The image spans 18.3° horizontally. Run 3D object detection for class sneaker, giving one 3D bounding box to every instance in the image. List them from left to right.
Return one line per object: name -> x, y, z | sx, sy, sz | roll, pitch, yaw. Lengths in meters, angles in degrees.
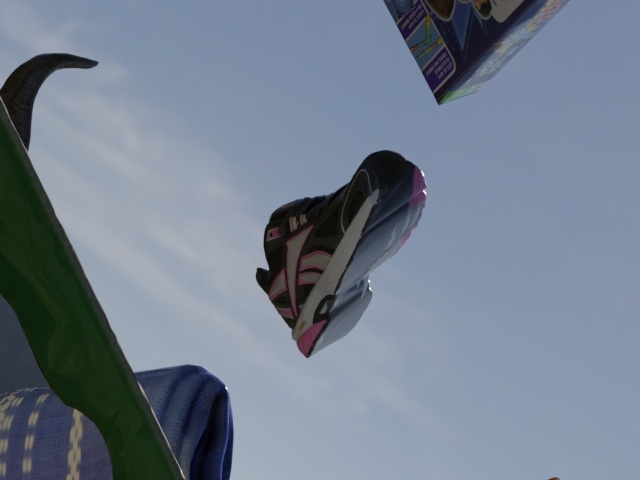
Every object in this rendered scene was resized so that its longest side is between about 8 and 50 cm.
sneaker -> 0.000, 0.000, 1.237 | 0.077, 0.072, 0.178 | 45, -42, 14

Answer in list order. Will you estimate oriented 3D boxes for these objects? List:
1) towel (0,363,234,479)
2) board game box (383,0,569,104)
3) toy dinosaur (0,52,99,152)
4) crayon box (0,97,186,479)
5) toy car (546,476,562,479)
towel -> -0.162, 0.167, 0.577 | 0.336, 0.243, 0.040 | -12, -26, 39
board game box -> 0.091, -0.181, 1.123 | 0.136, 0.035, 0.201 | 63, -30, 11
toy dinosaur -> -0.283, -0.029, 1.301 | 0.160, 0.313, 0.121 | 63, -23, 16
crayon box -> -0.178, 0.113, 0.420 | 0.203, 0.323, 0.083 | 62, 18, 15
toy car -> 0.190, 0.165, 1.249 | 0.040, 0.122, 0.060 | 110, -38, -75
